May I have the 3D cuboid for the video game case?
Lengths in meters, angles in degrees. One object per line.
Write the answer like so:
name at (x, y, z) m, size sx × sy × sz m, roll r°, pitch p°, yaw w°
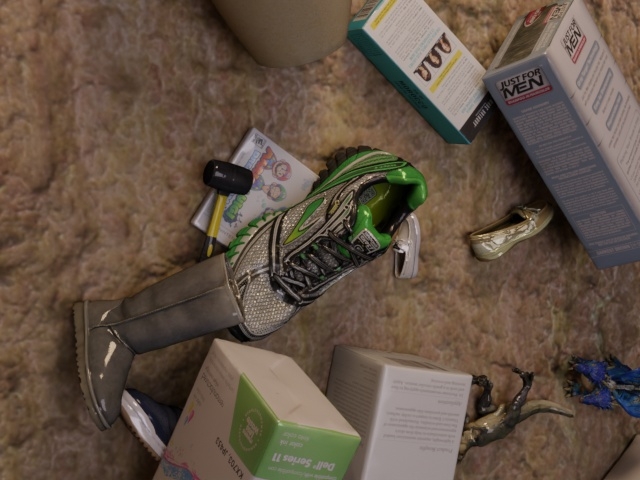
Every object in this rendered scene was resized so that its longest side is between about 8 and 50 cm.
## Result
video game case at (-0.081, -0.051, 1.377) m, size 0.143 × 0.019 × 0.157 m, roll 36°, pitch 79°, yaw -26°

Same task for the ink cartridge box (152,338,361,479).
ink cartridge box at (-0.112, 0.323, 1.189) m, size 0.119 × 0.207 × 0.353 m, roll 17°, pitch 103°, yaw -32°

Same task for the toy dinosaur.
toy dinosaur at (0.289, 0.264, 1.580) m, size 0.268 × 0.064 × 0.118 m, roll -15°, pitch 109°, yaw -27°

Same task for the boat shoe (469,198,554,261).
boat shoe at (0.297, -0.025, 1.552) m, size 0.153 × 0.056 × 0.048 m, roll -32°, pitch 114°, yaw -13°

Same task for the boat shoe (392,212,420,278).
boat shoe at (0.123, 0.008, 1.479) m, size 0.035 × 0.035 × 0.100 m, roll -5°, pitch 105°, yaw -29°

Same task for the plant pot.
plant pot at (-0.056, -0.365, 1.247) m, size 0.256 × 0.256 × 0.274 m, roll -29°, pitch 124°, yaw -21°

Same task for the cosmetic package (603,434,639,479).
cosmetic package at (0.519, 0.533, 1.672) m, size 0.365 × 0.155 × 0.197 m, roll -48°, pitch 111°, yaw -13°

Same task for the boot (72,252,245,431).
boot at (-0.194, 0.123, 1.238) m, size 0.209 × 0.076 × 0.189 m, roll -12°, pitch 66°, yaw -3°

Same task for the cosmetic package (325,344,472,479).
cosmetic package at (0.101, 0.258, 1.429) m, size 0.151 × 0.151 × 0.183 m, roll 12°, pitch 90°, yaw -27°

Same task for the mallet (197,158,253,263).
mallet at (-0.133, -0.011, 1.328) m, size 0.062 × 0.039 × 0.189 m, roll 5°, pitch 99°, yaw -30°

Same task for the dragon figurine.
dragon figurine at (0.500, 0.238, 1.633) m, size 0.289 × 0.144 × 0.085 m, roll 11°, pitch 91°, yaw -27°

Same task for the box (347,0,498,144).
box at (0.154, -0.255, 1.448) m, size 0.244 × 0.060 × 0.100 m, roll 43°, pitch 76°, yaw -24°

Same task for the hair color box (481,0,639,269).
hair color box at (0.406, -0.160, 1.521) m, size 0.374 × 0.114 × 0.185 m, roll 54°, pitch 44°, yaw -22°

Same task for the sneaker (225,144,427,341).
sneaker at (0.000, 0.000, 1.332) m, size 0.343 × 0.146 × 0.134 m, roll -47°, pitch 119°, yaw -15°

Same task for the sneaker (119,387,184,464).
sneaker at (-0.143, 0.256, 1.334) m, size 0.153 × 0.099 × 0.282 m, roll -43°, pitch 119°, yaw -11°
